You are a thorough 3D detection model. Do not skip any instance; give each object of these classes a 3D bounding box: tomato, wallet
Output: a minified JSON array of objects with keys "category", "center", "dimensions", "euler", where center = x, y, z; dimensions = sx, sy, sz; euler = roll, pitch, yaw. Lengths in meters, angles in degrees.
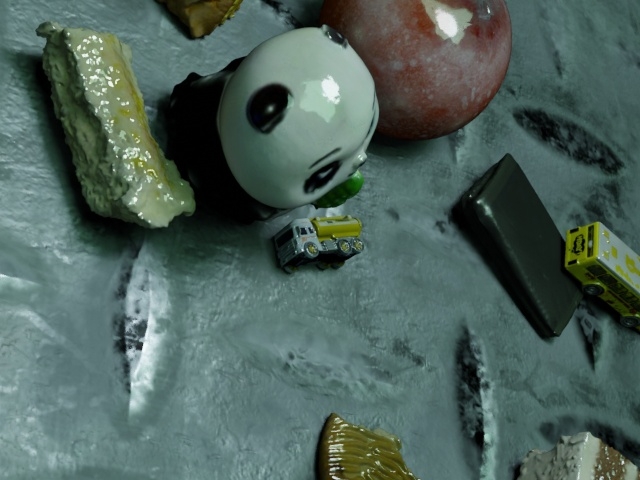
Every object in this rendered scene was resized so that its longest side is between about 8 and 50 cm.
[{"category":"tomato","center":[0.138,-0.276,1.727],"dimensions":[0.270,0.227,0.270],"euler":[18,60,-34]},{"category":"wallet","center":[0.300,0.007,1.841],"dimensions":[0.245,0.052,0.168],"euler":[57,40,-11]}]

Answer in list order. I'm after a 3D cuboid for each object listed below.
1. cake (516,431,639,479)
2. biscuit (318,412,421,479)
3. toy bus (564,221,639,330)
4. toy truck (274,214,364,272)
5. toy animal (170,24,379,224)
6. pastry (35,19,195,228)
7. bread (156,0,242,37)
[{"category":"cake","center":[0.334,0.340,1.629],"dimensions":[0.147,0.135,0.135],"euler":[34,53,-23]},{"category":"biscuit","center":[0.085,0.312,1.507],"dimensions":[0.228,0.031,0.176],"euler":[33,51,-22]},{"category":"toy bus","center":[0.450,0.058,1.909],"dimensions":[0.226,0.074,0.081],"euler":[37,46,-31]},{"category":"toy truck","center":[0.000,0.000,1.586],"dimensions":[0.123,0.052,0.063],"euler":[-4,66,-43]},{"category":"toy animal","center":[-0.039,-0.124,1.459],"dimensions":[0.212,0.266,0.213],"euler":[3,84,-32]},{"category":"pastry","center":[-0.230,-0.124,1.430],"dimensions":[0.121,0.089,0.259],"euler":[-13,78,-47]},{"category":"bread","center":[-0.156,-0.391,1.609],"dimensions":[0.229,0.139,0.143],"euler":[55,37,-5]}]
